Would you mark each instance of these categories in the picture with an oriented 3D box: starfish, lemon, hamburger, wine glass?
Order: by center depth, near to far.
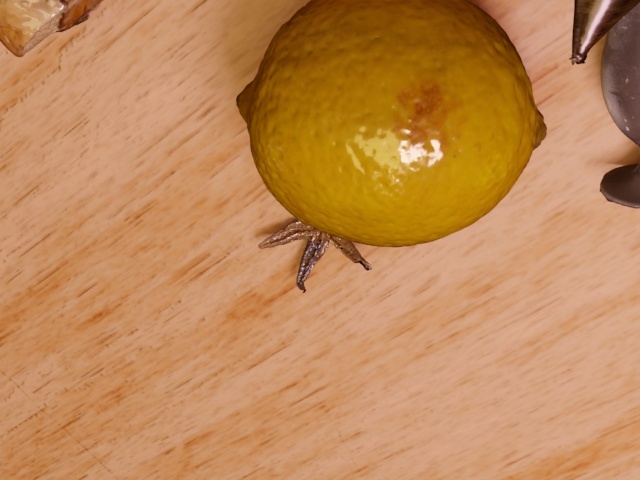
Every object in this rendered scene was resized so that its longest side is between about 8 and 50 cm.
[{"bbox_3d":[0.062,-0.116,1.179,0.267,0.267,0.267,6,120,11],"label":"lemon"},{"bbox_3d":[0.312,-0.141,1.181,0.103,0.103,0.222,1,121,14],"label":"wine glass"},{"bbox_3d":[-0.285,-0.254,1.213,0.155,0.208,0.135,43,117,-16],"label":"hamburger"},{"bbox_3d":[0.002,-0.001,1.376,0.130,0.041,0.133,24,129,11],"label":"starfish"}]

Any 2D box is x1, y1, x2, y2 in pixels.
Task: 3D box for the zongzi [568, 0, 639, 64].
[{"bbox_3d":[0.322,-0.264,1.060,0.220,0.112,0.242,3,88,9],"label":"zongzi"}]
